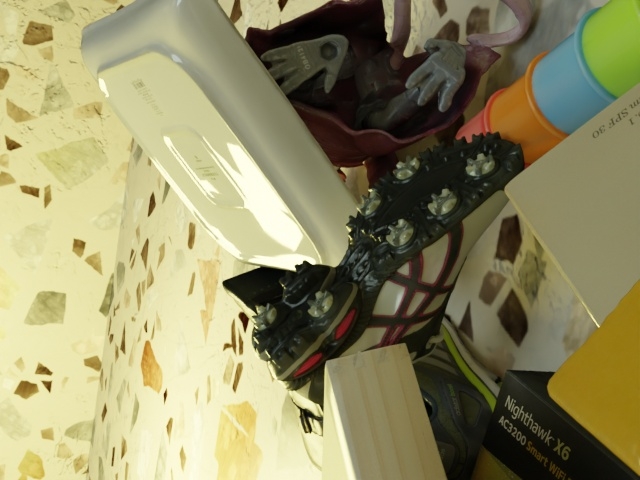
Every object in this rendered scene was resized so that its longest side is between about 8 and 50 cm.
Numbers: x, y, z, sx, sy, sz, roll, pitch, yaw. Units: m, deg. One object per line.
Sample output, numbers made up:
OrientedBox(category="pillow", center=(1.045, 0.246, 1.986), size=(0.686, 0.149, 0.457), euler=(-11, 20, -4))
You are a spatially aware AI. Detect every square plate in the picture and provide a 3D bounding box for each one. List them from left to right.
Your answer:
OrientedBox(category="square plate", center=(-0.104, -0.086, 0.891), size=(0.049, 0.344, 0.347), euler=(-44, 22, -20))

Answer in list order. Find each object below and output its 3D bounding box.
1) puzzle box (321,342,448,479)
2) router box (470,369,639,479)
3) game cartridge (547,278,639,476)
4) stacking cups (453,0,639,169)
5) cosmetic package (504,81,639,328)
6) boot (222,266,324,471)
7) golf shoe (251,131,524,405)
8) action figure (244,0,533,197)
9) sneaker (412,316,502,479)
OrientedBox(category="puzzle box", center=(0.057, 0.266, 0.624), size=(0.409, 0.052, 0.272), euler=(90, 165, -65))
OrientedBox(category="router box", center=(0.200, 0.262, 0.574), size=(0.309, 0.081, 0.242), euler=(-138, 58, -61))
OrientedBox(category="game cartridge", center=(0.278, 0.015, 0.295), size=(0.323, 0.053, 0.285), euler=(-50, 38, 4))
OrientedBox(category="stacking cups", center=(0.200, -0.124, 0.656), size=(0.316, 0.096, 0.096), euler=(146, 127, -58))
OrientedBox(category="cosmetic package", center=(0.237, 0.043, 0.437), size=(0.160, 0.113, 0.309), euler=(-39, 39, 14))
OrientedBox(category="boot", center=(-0.029, 0.153, 1.034), size=(0.263, 0.091, 0.229), euler=(-145, 38, -67))
OrientedBox(category="golf shoe", center=(0.069, 0.026, 0.725), size=(0.273, 0.120, 0.105), euler=(-43, 32, 7))
OrientedBox(category="action figure", center=(0.022, -0.152, 0.943), size=(0.275, 0.248, 0.370), euler=(-51, -3, -6))
OrientedBox(category="sneaker", center=(0.079, 0.131, 0.824), size=(0.300, 0.121, 0.111), euler=(-147, 66, -63))
